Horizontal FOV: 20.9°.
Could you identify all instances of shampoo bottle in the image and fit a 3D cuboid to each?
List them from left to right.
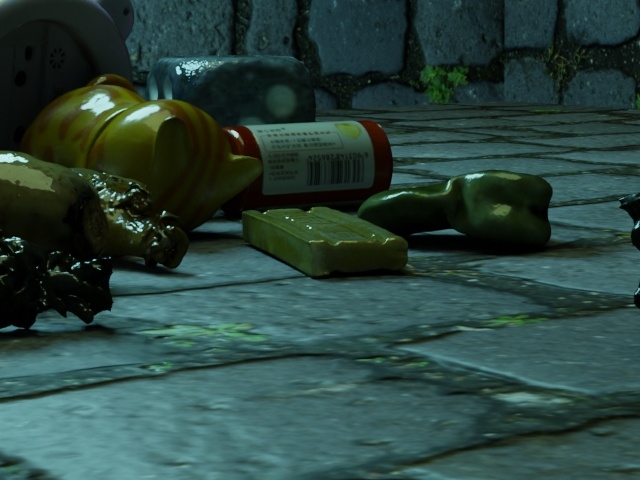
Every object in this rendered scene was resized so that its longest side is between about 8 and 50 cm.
[{"bbox_3d":[-0.058,-0.084,2.021,0.278,0.104,0.104,-5,9,-28],"label":"shampoo bottle"}]

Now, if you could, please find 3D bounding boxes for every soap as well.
[{"bbox_3d":[0.000,-0.001,1.647,0.092,0.037,0.252,-4,8,-17],"label":"soap"}]

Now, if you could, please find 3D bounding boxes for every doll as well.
[{"bbox_3d":[-0.203,-0.084,1.854,0.166,0.162,0.269,12,7,-43],"label":"doll"}]

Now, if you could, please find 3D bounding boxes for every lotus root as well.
[{"bbox_3d":[-0.287,-0.021,1.506,0.221,0.125,0.118,8,36,21],"label":"lotus root"}]

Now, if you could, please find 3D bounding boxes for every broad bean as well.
[{"bbox_3d":[0.141,-0.033,1.742,0.206,0.072,0.153,3,-4,39],"label":"broad bean"}]

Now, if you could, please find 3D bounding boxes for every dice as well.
[{"bbox_3d":[-0.116,-0.142,2.173,0.183,0.182,0.181,-3,6,-23],"label":"dice"}]

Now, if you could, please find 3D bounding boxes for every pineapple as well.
[{"bbox_3d":[-0.249,0.027,1.283,0.197,0.108,0.108,10,4,-17],"label":"pineapple"}]

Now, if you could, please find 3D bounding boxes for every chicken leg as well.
[{"bbox_3d":[-0.189,-0.015,1.642,0.101,0.085,0.207,8,8,-45],"label":"chicken leg"}]

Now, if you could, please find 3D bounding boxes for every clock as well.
[{"bbox_3d":[-0.346,-0.167,1.945,0.113,0.295,0.322,15,16,34],"label":"clock"}]

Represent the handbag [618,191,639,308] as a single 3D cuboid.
[{"bbox_3d":[0.414,-0.007,1.209,0.327,0.162,0.325,-3,3,33],"label":"handbag"}]
